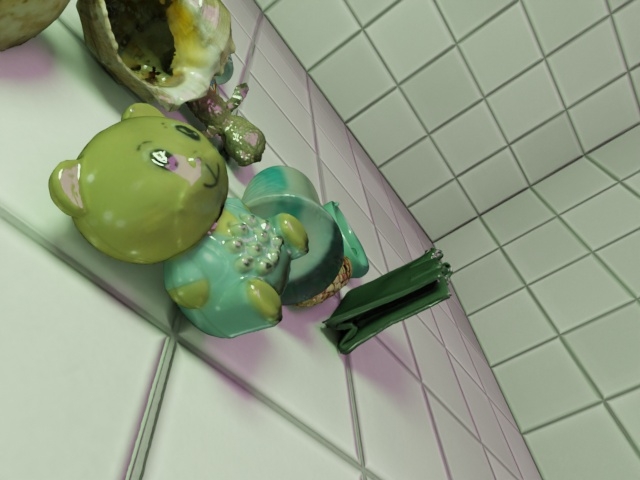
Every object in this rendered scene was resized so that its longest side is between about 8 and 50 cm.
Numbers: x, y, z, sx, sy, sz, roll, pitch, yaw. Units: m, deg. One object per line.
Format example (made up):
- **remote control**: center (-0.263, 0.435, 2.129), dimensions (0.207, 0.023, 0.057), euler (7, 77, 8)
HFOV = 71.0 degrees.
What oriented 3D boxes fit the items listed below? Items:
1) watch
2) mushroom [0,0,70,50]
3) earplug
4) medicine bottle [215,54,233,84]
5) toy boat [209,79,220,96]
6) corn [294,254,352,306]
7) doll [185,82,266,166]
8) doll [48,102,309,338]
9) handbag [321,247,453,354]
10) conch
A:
- **watch**: center (0.052, -0.004, 1.173), dimensions (0.195, 0.068, 0.237), euler (52, 15, -38)
- **mushroom**: center (-0.356, -0.328, 0.450), dimensions (0.195, 0.189, 0.253), euler (55, 12, -14)
- **earplug**: center (-0.066, -0.047, 0.802), dimensions (0.185, 0.185, 0.324), euler (50, 13, -22)
- **medicine bottle**: center (-0.268, -0.472, 1.116), dimensions (0.083, 0.084, 0.203), euler (38, 25, -47)
- **toy boat**: center (-0.286, -0.410, 0.951), dimensions (0.295, 0.088, 0.129), euler (64, 18, -6)
- **corn**: center (0.003, 0.075, 0.894), dimensions (0.086, 0.086, 0.253), euler (59, 19, 4)
- **doll**: center (-0.226, -0.259, 0.877), dimensions (0.286, 0.091, 0.202), euler (25, 43, -43)
- **doll**: center (-0.152, -0.022, 0.512), dimensions (0.260, 0.162, 0.176), euler (50, 40, -28)
- **handbag**: center (0.147, 0.114, 0.923), dimensions (0.079, 0.260, 0.247), euler (59, 15, 0)
- **conch**: center (-0.272, -0.332, 0.692), dimensions (0.324, 0.187, 0.262), euler (37, 44, -52)
